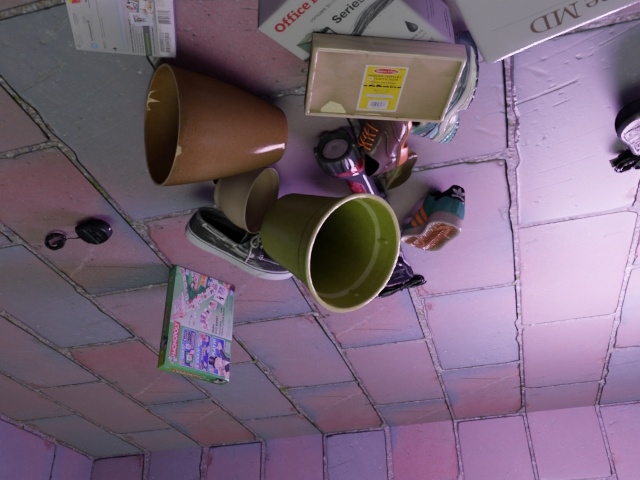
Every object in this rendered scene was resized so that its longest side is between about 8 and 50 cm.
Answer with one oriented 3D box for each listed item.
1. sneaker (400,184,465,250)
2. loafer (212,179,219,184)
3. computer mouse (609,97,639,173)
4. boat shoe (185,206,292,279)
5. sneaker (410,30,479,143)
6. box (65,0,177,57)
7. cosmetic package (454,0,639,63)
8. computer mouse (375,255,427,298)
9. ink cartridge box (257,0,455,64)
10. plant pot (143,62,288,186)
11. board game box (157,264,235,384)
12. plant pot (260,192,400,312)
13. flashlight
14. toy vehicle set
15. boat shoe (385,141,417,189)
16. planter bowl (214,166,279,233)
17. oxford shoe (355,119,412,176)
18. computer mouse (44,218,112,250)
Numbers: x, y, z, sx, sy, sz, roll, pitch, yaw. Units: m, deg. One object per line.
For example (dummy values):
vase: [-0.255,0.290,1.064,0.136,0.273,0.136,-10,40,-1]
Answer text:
sneaker: [0.299,-0.055,1.709,0.108,0.121,0.302,24,164,-9]
loafer: [-0.246,-0.180,1.547,0.045,0.039,0.125,0,147,-2]
computer mouse: [0.718,-0.250,1.461,0.189,0.072,0.272,-23,154,26]
boat shoe: [-0.180,-0.001,1.651,0.306,0.113,0.105,28,137,-15]
sneaker: [0.235,-0.299,1.325,0.122,0.110,0.283,5,146,-4]
box: [-0.359,-0.405,1.200,0.186,0.038,0.145,2,146,-7]
cosmetic package: [0.269,-0.510,0.801,0.329,0.327,0.394,-19,144,24]
computer mouse: [0.193,0.104,1.987,0.184,0.060,0.262,-22,153,22]
ink cartridge box: [0.061,-0.392,1.158,0.289,0.121,0.211,25,139,-35]
plant pot: [-0.204,-0.226,1.345,0.254,0.237,0.237,-1,151,-30]
board game box: [-0.359,0.248,1.946,0.214,0.317,0.046,24,140,-32]
plant pot: [0.000,0.000,1.551,0.276,0.276,0.254,33,171,-41]
flashlight: [0.078,-0.135,1.578,0.103,0.103,0.304,14,155,27]
toy vehicle set: [0.109,-0.285,1.180,0.267,0.035,0.166,2,148,-7]
boat shoe: [0.186,-0.176,1.574,0.056,0.048,0.153,-20,158,-18]
planter bowl: [-0.184,-0.110,1.573,0.109,0.162,0.162,19,152,19]
oxford shoe: [0.128,-0.227,1.395,0.098,0.097,0.271,-35,149,-12]
computer mouse: [-0.659,-0.017,1.792,0.242,0.041,0.071,-10,138,25]
